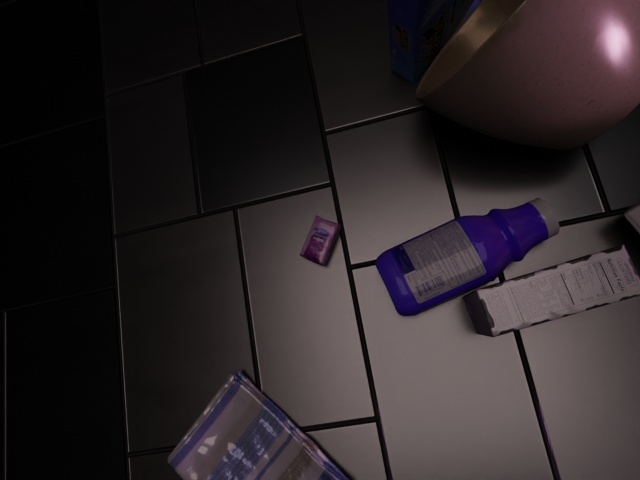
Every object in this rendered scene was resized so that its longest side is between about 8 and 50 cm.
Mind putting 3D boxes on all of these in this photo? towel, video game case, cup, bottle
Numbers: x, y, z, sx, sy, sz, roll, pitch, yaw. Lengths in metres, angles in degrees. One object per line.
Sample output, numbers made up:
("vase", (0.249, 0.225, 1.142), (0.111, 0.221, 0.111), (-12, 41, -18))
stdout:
("towel", (-0.110, 0.393, 0.740), (0.285, 0.034, 0.209), (38, 89, 17))
("video game case", (0.212, -0.430, 0.717), (0.061, 0.269, 0.244), (41, 90, 15))
("cup", (0.345, -0.277, 0.659), (0.237, 0.331, 0.331), (37, 88, -9))
("bottle", (0.236, 0.021, 0.710), (0.283, 0.092, 0.118), (-26, 70, 6))

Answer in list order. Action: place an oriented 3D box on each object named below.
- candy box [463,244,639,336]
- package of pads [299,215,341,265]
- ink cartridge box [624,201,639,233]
("candy box", (0.325, 0.080, 0.641), (0.197, 0.165, 0.070), (-19, 76, 8))
("package of pads", (0.000, 0.000, 0.798), (0.050, 0.032, 0.083), (21, 84, 18))
("ink cartridge box", (0.575, -0.039, 0.592), (0.218, 0.092, 0.158), (-46, 67, 42))
